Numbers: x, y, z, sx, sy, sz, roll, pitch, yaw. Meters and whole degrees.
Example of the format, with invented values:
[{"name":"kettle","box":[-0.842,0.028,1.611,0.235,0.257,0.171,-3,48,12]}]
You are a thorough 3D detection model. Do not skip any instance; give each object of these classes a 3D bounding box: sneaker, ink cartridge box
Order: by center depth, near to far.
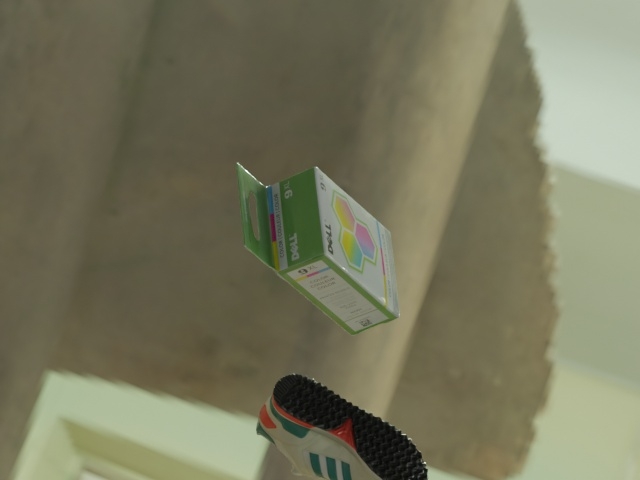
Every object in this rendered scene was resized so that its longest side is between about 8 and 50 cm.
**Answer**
[{"name":"sneaker","box":[0.016,0.181,1.646,0.161,0.057,0.075,34,-44,-4]},{"name":"ink cartridge box","box":[0.000,0.000,1.948,0.062,0.109,0.209,-23,-38,23]}]
